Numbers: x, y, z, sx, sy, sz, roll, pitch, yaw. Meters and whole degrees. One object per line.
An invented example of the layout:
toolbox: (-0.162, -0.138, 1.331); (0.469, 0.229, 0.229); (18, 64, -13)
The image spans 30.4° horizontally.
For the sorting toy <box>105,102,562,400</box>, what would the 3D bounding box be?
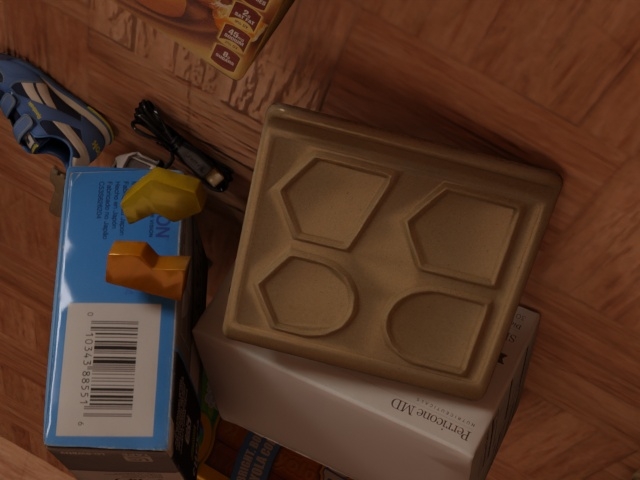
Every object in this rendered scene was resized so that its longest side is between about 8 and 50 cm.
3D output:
sorting toy: (0.000, 0.000, 0.875); (0.307, 0.041, 0.229); (14, 127, 1)

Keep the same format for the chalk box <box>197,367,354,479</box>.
chalk box: (-0.100, 0.223, 1.368); (0.289, 0.180, 0.179); (31, 155, -5)

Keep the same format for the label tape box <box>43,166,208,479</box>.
label tape box: (-0.163, 0.108, 1.087); (0.106, 0.241, 0.334); (1, 159, 0)

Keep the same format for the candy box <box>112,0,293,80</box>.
candy box: (-0.063, -0.229, 0.611); (0.183, 0.087, 0.316); (32, 155, -5)

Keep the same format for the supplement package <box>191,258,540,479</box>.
supplement package: (0.042, 0.118, 1.068); (0.262, 0.145, 0.204); (22, 154, 15)

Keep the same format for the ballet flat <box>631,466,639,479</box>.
ballet flat: (0.326, 0.274, 1.083); (0.147, 0.147, 0.409); (22, 153, 16)

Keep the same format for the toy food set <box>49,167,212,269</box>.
toy food set: (-0.215, 0.007, 1.258); (0.192, 0.038, 0.132); (31, 155, -2)

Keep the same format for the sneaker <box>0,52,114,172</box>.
sneaker: (-0.258, -0.115, 1.057); (0.144, 0.059, 0.053); (34, 156, -7)

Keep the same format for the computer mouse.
computer mouse: (-0.157, -0.061, 1.075); (0.106, 0.042, 0.193); (34, 149, -19)
